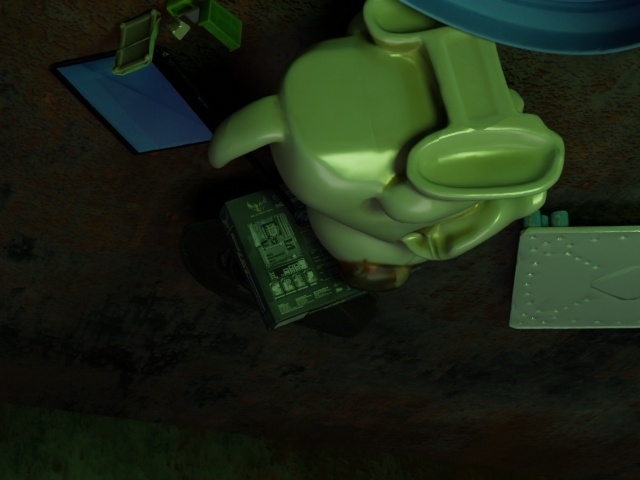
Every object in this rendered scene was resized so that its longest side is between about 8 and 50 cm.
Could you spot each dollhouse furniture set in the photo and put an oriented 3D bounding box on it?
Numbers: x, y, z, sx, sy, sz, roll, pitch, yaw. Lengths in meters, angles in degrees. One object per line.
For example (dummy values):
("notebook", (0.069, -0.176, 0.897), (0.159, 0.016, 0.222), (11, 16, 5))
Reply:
("dollhouse furniture set", (-0.168, -0.235, 1.310), (0.151, 0.076, 0.058), (-16, 148, 31))

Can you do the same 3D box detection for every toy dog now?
("toy dog", (0.084, -0.078, 1.346), (0.395, 0.284, 0.408), (-22, 163, -5))

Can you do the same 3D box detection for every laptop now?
("laptop", (-0.189, -0.131, 1.451), (0.136, 0.264, 0.234), (-40, 147, 0))

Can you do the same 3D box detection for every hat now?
("hat", (-0.049, 0.017, 1.747), (0.331, 0.134, 0.331), (18, 151, 10))

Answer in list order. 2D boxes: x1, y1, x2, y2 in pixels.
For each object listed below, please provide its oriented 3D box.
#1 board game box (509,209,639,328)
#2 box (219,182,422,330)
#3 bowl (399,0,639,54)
("board game box", (0.518, 0.051, 1.865), (0.390, 0.050, 0.390), (-1, 153, 6))
("box", (0.000, 0.000, 1.556), (0.232, 0.183, 0.059), (-20, 169, -20))
("bowl", (0.149, -0.299, 0.993), (0.391, 0.077, 0.391), (24, 169, 5))
